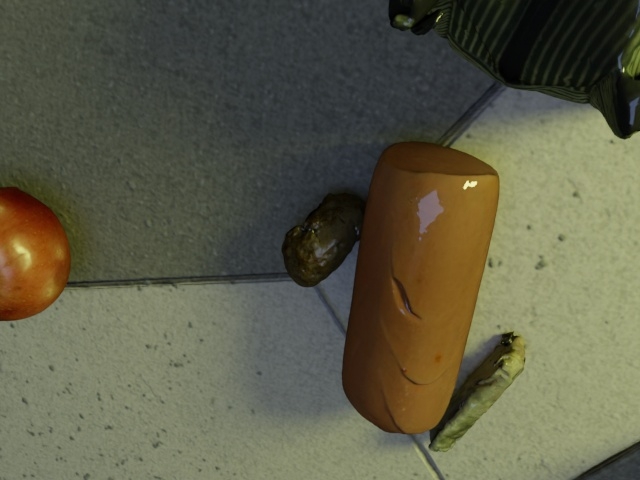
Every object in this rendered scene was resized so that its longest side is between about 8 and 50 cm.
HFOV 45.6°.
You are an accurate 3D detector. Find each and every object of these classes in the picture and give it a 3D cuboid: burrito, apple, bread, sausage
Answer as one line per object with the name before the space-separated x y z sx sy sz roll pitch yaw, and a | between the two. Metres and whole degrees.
burrito | 0.165 0.170 0.819 0.042 0.051 0.171 38 123 6
apple | -0.371 0.014 0.886 0.163 0.139 0.163 3 109 7
bread | 0.000 0.000 0.773 0.060 0.082 0.113 44 119 -3
sausage | 0.091 0.056 0.745 0.121 0.121 0.304 14 120 13

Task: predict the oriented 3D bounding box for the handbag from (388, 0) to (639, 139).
handbag | 0.206 -0.229 0.484 0.247 0.240 0.341 33 124 6
